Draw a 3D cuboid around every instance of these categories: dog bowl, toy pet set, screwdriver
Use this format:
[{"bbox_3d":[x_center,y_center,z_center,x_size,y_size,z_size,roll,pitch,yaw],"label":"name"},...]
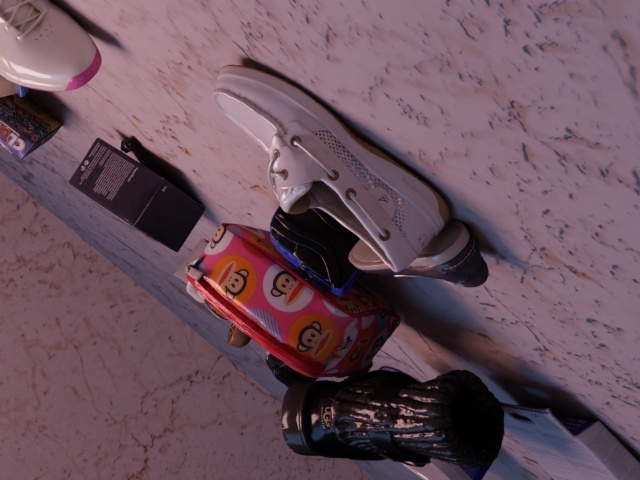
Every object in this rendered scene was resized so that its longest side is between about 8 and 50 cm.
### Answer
[{"bbox_3d":[0.181,0.343,1.919,0.265,0.104,0.265,35,166,10],"label":"dog bowl"},{"bbox_3d":[-0.517,-0.295,1.785,0.122,0.065,0.114,21,124,44],"label":"toy pet set"},{"bbox_3d":[-0.323,-0.150,1.789,0.025,0.024,0.170,68,166,-1],"label":"screwdriver"}]

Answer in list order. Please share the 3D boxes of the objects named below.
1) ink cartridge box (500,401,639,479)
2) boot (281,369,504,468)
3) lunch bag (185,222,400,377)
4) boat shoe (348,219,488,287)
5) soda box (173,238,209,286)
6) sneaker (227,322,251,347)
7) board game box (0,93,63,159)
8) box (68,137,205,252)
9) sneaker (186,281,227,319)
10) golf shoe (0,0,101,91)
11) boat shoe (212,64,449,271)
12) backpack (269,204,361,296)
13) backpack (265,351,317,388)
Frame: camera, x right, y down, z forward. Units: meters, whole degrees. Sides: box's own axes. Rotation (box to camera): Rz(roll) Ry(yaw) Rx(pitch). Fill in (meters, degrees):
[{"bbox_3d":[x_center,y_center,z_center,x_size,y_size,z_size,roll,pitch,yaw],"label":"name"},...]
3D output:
[{"bbox_3d":[0.328,0.272,1.413,0.224,0.045,0.223,45,166,-11],"label":"ink cartridge box"},{"bbox_3d":[0.139,0.241,1.475,0.260,0.131,0.348,-9,174,30],"label":"boot"},{"bbox_3d":[-0.042,0.065,1.418,0.258,0.120,0.293,37,-174,20],"label":"lunch bag"},{"bbox_3d":[0.099,0.021,1.127,0.065,0.075,0.206,47,160,-20],"label":"boat shoe"},{"bbox_3d":[-0.140,0.101,1.987,0.286,0.091,0.098,27,164,42],"label":"soda box"},{"bbox_3d":[-0.075,0.084,1.605,0.086,0.192,0.064,21,141,-9],"label":"sneaker"},{"bbox_3d":[-0.551,-0.228,1.895,0.165,0.042,0.243,41,-171,-10],"label":"board game box"},{"bbox_3d":[-0.300,-0.073,1.771,0.158,0.093,0.156,30,175,26],"label":"box"},{"bbox_3d":[-0.113,0.086,1.799,0.126,0.127,0.321,47,163,-28],"label":"sneaker"},{"bbox_3d":[-0.406,-0.293,1.343,0.306,0.115,0.140,33,162,18],"label":"golf shoe"},{"bbox_3d":[-0.010,-0.070,1.058,0.277,0.096,0.098,35,167,14],"label":"boat shoe"},{"bbox_3d":[0.000,0.000,1.266,0.120,0.098,0.101,35,167,8],"label":"backpack"},{"bbox_3d":[-0.049,0.249,2.228,0.114,0.105,0.084,52,-177,-47],"label":"backpack"}]
